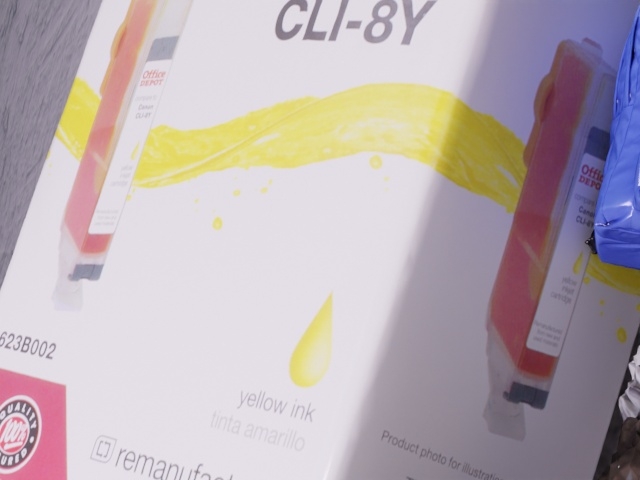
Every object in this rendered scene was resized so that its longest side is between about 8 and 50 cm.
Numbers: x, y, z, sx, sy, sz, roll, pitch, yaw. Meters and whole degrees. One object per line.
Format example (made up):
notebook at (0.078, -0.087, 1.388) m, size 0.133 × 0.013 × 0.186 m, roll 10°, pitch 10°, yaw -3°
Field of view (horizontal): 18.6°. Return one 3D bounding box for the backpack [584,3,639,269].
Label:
backpack at (0.166, -0.050, 0.777) m, size 0.101 × 0.098 × 0.120 m, roll 82°, pitch -159°, yaw -74°

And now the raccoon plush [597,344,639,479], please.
raccoon plush at (0.100, 0.274, 0.727) m, size 0.299 × 0.216 × 0.446 m, roll -51°, pitch 8°, yaw 42°

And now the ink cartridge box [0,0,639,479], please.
ink cartridge box at (0.000, 0.000, 0.907) m, size 0.279 × 0.160 × 0.384 m, roll 8°, pitch 76°, yaw 49°
